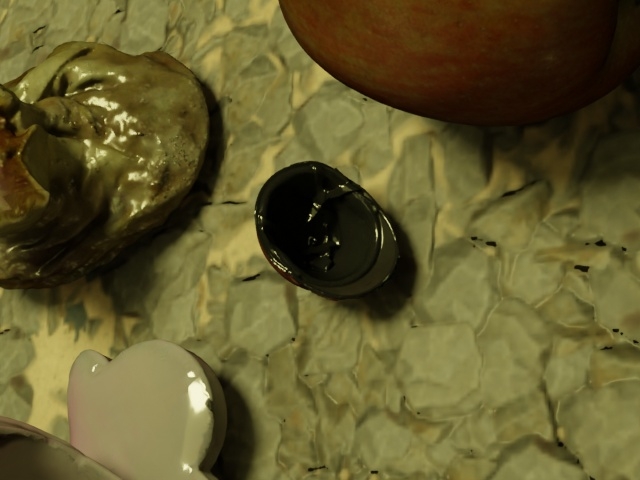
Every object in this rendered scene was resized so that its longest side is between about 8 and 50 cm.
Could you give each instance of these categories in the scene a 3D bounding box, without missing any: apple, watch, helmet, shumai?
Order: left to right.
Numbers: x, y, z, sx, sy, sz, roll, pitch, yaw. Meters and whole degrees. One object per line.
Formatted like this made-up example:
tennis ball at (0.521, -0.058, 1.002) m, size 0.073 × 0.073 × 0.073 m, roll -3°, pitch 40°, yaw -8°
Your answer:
shumai at (-0.183, -0.055, 0.704) m, size 0.209 × 0.153 × 0.161 m, roll -9°, pitch 78°, yaw 29°
watch at (-0.144, 0.161, 0.566) m, size 0.211 × 0.217 × 0.248 m, roll -50°, pitch 56°, yaw 12°
helmet at (0.001, 0.001, 0.618) m, size 0.065 × 0.049 × 0.084 m, roll -40°, pitch 81°, yaw -19°
apple at (0.075, -0.143, 0.523) m, size 0.174 × 0.188 × 0.188 m, roll 29°, pitch 94°, yaw 28°
